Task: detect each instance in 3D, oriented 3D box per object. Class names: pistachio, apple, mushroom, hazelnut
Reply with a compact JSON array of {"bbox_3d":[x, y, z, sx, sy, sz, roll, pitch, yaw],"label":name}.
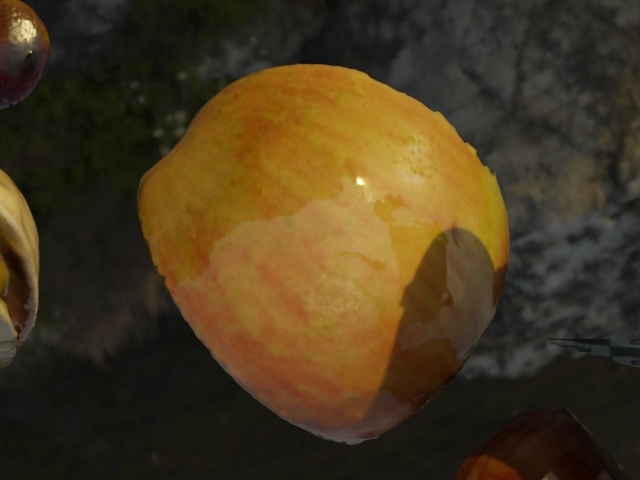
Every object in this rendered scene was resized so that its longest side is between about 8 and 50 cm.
[{"bbox_3d":[-0.336,0.030,1.468,0.193,0.214,0.318,-51,-165,-24],"label":"pistachio"},{"bbox_3d":[0.000,0.000,1.593,0.309,0.252,0.314,43,80,-31],"label":"apple"},{"bbox_3d":[-0.343,-0.197,1.762,0.123,0.123,0.052,-20,174,0],"label":"mushroom"},{"bbox_3d":[0.207,0.270,1.568,0.181,0.212,0.181,-37,-173,10],"label":"hazelnut"}]

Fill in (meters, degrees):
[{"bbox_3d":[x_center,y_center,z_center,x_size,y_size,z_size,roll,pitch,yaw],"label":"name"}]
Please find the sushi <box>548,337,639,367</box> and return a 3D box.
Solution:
[{"bbox_3d":[0.313,0.105,1.039,0.264,0.050,0.290,-2,167,36],"label":"sushi"}]
